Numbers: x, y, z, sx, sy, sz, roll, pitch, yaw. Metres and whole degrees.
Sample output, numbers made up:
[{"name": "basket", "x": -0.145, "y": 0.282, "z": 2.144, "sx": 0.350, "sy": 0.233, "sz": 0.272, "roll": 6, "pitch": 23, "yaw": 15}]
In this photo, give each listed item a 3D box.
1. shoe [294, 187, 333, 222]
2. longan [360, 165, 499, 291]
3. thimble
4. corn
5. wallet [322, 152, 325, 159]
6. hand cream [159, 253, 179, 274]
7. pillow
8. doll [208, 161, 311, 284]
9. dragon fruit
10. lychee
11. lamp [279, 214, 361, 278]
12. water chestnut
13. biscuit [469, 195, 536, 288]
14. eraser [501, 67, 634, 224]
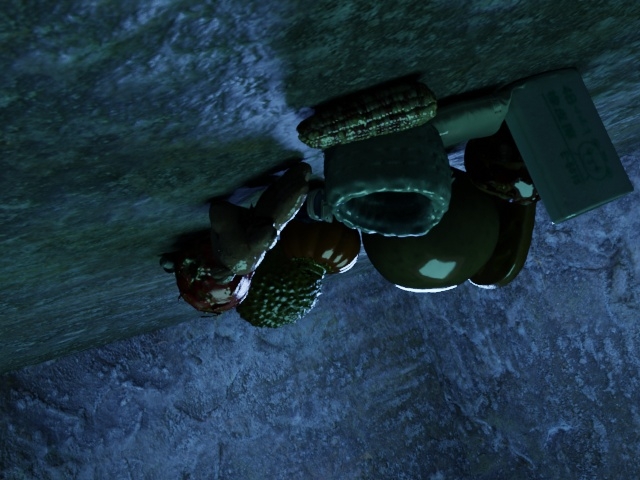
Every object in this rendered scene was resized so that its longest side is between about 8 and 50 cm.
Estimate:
[{"name": "shoe", "x": -0.023, "y": -0.087, "z": 1.697, "sx": 0.106, "sy": 0.091, "sz": 0.207, "roll": 1, "pitch": -178, "yaw": 17}, {"name": "longan", "x": 0.281, "y": -0.036, "z": 1.849, "sx": 0.361, "sy": 0.361, "sz": 0.361, "roll": -19, "pitch": 172, "yaw": -3}, {"name": "thimble", "x": 0.127, "y": -0.115, "z": 1.287, "sx": 0.250, "sy": 0.172, "sz": 0.205, "roll": 11, "pitch": 154, "yaw": -23}, {"name": "corn", "x": 0.076, "y": -0.202, "z": 1.166, "sx": 0.237, "sy": 0.079, "sz": 0.079, "roll": -19, "pitch": 172, "yaw": -5}, {"name": "wallet", "x": 0.088, "y": -0.182, "z": 1.468, "sx": 0.095, "sy": 0.033, "sz": 0.190, "roll": -23, "pitch": 171, "yaw": 33}, {"name": "hand cream", "x": -0.368, "y": 0.061, "z": 1.948, "sx": 0.084, "sy": 0.050, "sz": 0.257, "roll": -25, "pitch": 174, "yaw": 13}, {"name": "pillow", "x": 0.252, "y": -0.224, "z": 1.404, "sx": 0.254, "sy": 0.078, "sz": 0.144, "roll": -17, "pitch": 167, "yaw": -14}, {"name": "doll", "x": -0.140, "y": -0.060, "z": 1.466, "sx": 0.303, "sy": 0.156, "sz": 0.201, "roll": -49, "pitch": -164, "yaw": 33}, {"name": "dragon fruit", "x": -0.274, "y": 0.082, "z": 1.785, "sx": 0.210, "sy": 0.205, "sz": 0.268, "roll": -18, "pitch": 163, "yaw": 10}, {"name": "lychee", "x": -0.155, "y": 0.123, "z": 2.090, "sx": 0.320, "sy": 0.270, "sz": 0.270, "roll": 19, "pitch": 170, "yaw": 1}, {"name": "lamp", "x": 0.000, "y": 0.000, "z": 1.875, "sx": 0.223, "sy": 0.196, "sz": 0.223, "roll": 16, "pitch": 163, "yaw": 5}, {"name": "water chestnut", "x": 0.455, "y": -0.180, "z": 1.666, "sx": 0.223, "sy": 0.224, "sz": 0.238, "roll": -18, "pitch": 142, "yaw": -13}, {"name": "biscuit", "x": 0.472, "y": -0.064, "z": 1.971, "sx": 0.070, "sy": 0.394, "sz": 0.350, "roll": 7, "pitch": 172, "yaw": -19}, {"name": "eraser", "x": 0.496, "y": -0.196, "z": 1.440, "sx": 0.189, "sy": 0.290, "sz": 0.104, "roll": -19, "pitch": 172, "yaw": -24}]
